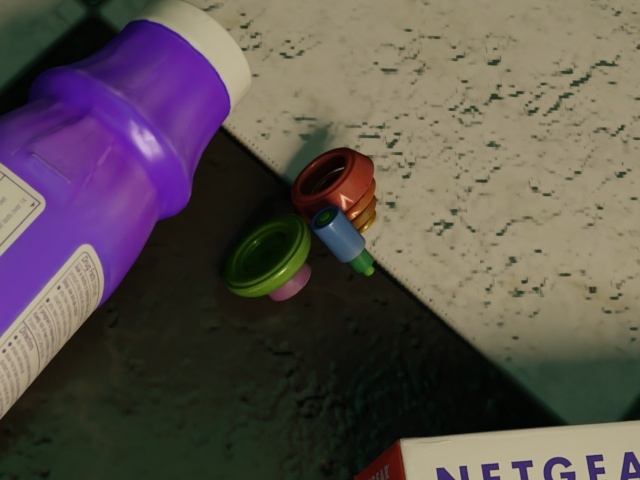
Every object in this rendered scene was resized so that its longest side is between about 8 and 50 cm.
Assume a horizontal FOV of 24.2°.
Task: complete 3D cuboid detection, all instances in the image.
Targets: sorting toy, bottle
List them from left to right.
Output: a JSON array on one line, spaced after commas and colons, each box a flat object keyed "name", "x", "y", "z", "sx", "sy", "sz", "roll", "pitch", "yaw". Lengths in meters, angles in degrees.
[{"name": "bottle", "x": -0.138, "y": 0.004, "z": 0.674, "sx": 0.092, "sy": 0.118, "sz": 0.283, "roll": 38, "pitch": 65, "yaw": 2}, {"name": "sorting toy", "x": 0.000, "y": 0.000, "z": 0.756, "sx": 0.102, "sy": 0.061, "sz": 0.042, "roll": -51, "pitch": 122, "yaw": -19}]

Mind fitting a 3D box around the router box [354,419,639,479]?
[{"name": "router box", "x": 0.201, "y": 0.234, "z": 0.694, "sx": 0.336, "sy": 0.082, "sz": 0.301, "roll": -3, "pitch": 70, "yaw": -16}]
